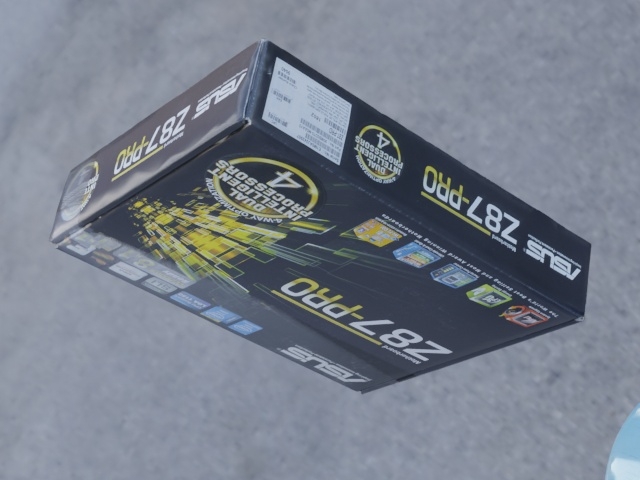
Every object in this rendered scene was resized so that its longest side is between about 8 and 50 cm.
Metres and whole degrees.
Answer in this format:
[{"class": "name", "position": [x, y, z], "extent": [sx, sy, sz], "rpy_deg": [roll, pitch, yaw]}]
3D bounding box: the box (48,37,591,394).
[{"class": "box", "position": [0.000, 0.000, 1.285], "extent": [0.318, 0.395, 0.097], "rpy_deg": [-23, 47, 47]}]

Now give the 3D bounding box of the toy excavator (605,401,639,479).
[{"class": "toy excavator", "position": [0.340, 0.295, 1.220], "extent": [0.445, 0.432, 0.222], "rpy_deg": [-24, 15, -26]}]
